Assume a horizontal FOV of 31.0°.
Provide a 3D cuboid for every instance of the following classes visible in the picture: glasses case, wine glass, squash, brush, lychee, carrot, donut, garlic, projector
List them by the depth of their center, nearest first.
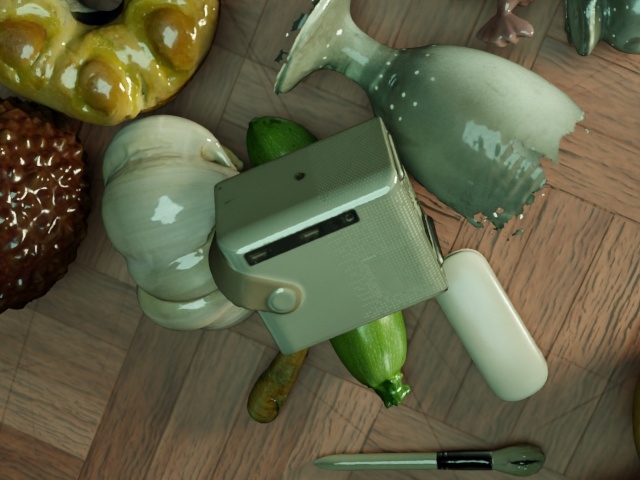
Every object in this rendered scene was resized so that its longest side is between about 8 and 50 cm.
[{"bbox_3d":[0.000,0.000,1.268,0.243,0.163,0.177,-22,123,7],"label":"projector"},{"bbox_3d":[0.391,-0.272,1.331,0.204,0.111,0.111,-5,97,4],"label":"wine glass"},{"bbox_3d":[0.130,-0.159,1.343,0.357,0.190,0.190,34,101,1],"label":"wine glass"},{"bbox_3d":[-0.272,-0.291,1.380,0.299,0.150,0.317,-24,89,6],"label":"donut"},{"bbox_3d":[-0.412,-0.038,1.387,0.276,0.276,0.304,37,74,1],"label":"lychee"},{"bbox_3d":[-0.159,-0.018,1.394,0.203,0.185,0.281,-15,95,16],"label":"garlic"},{"bbox_3d":[0.021,0.020,1.423,0.107,0.107,0.395,-23,95,10],"label":"squash"},{"bbox_3d":[-0.037,0.140,1.435,0.049,0.049,0.254,28,126,2],"label":"carrot"},{"bbox_3d":[0.210,0.106,1.438,0.081,0.051,0.204,-29,94,11],"label":"glasses case"},{"bbox_3d":[0.137,0.284,1.479,0.299,0.042,0.039,-3,137,8],"label":"brush"}]

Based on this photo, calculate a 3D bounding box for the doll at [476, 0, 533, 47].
[{"bbox_3d":[0.235,-0.349,1.318,0.211,0.093,0.262,6,84,35],"label":"doll"}]

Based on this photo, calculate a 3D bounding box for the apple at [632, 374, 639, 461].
[{"bbox_3d":[0.489,0.212,1.336,0.264,0.264,0.264,1,98,7],"label":"apple"}]
